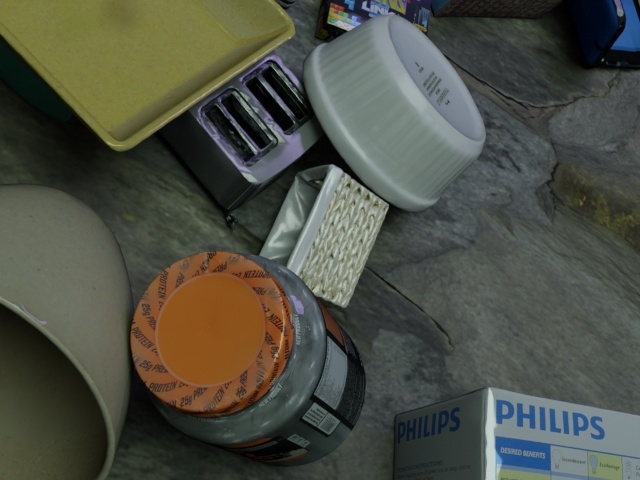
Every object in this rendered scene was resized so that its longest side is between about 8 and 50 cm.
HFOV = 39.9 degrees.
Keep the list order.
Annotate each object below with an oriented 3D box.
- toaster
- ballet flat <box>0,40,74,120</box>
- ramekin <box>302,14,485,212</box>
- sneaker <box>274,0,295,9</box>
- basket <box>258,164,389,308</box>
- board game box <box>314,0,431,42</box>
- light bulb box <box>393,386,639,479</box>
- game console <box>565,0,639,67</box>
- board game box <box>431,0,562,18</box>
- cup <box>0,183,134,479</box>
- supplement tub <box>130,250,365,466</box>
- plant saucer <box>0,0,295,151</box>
[{"bbox_3d":[-0.100,-0.144,1.159,0.168,0.110,0.186,-42,94,-30],"label":"toaster"},{"bbox_3d":[-0.388,-0.263,1.065,0.280,0.095,0.096,38,52,-12],"label":"ballet flat"},{"bbox_3d":[0.111,-0.184,1.201,0.273,0.127,0.273,38,31,-28],"label":"ramekin"},{"bbox_3d":[-0.115,-0.444,1.277,0.228,0.086,0.132,37,55,-23],"label":"sneaker"},{"bbox_3d":[0.000,0.000,1.146,0.103,0.113,0.167,30,77,-22],"label":"basket"},{"bbox_3d":[0.085,-0.350,1.358,0.170,0.048,0.141,17,67,-21],"label":"board game box"},{"bbox_3d":[0.289,0.401,1.105,0.357,0.225,0.361,13,67,-22],"label":"light bulb box"},{"bbox_3d":[0.517,-0.468,1.553,0.173,0.250,0.293,-13,78,-3],"label":"game console"},{"bbox_3d":[0.282,-0.532,1.465,0.232,0.141,0.291,-7,76,-29],"label":"board game box"},{"bbox_3d":[-0.320,0.077,0.885,0.331,0.331,0.237,35,36,-12],"label":"cup"},{"bbox_3d":[-0.069,0.131,0.943,0.193,0.316,0.194,-5,69,12],"label":"supplement tub"},{"bbox_3d":[-0.247,-0.280,1.044,0.333,0.081,0.333,46,52,0],"label":"plant saucer"}]
